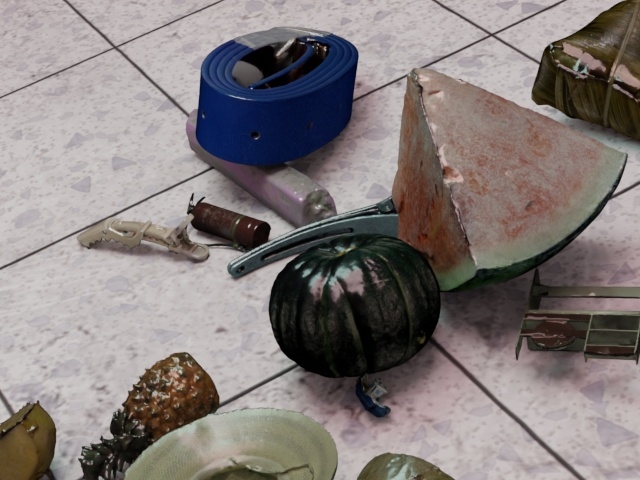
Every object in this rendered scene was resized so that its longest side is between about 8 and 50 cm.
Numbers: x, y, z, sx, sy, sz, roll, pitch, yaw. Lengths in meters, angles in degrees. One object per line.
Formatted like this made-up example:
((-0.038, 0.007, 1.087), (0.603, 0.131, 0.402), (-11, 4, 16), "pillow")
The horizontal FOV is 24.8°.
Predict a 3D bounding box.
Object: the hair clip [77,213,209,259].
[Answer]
((-0.270, -0.014, 2.139), (0.226, 0.072, 0.034), (6, 38, 26), "hair clip")

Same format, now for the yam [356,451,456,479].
((0.069, 0.358, 1.467), (0.161, 0.161, 0.268), (3, 39, 22), "yam")

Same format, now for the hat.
((-0.095, 0.302, 1.633), (0.252, 0.110, 0.252), (-9, 28, 5), "hat")

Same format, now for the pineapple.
((-0.217, 0.226, 1.784), (0.197, 0.108, 0.108), (-39, 43, -22), "pineapple")

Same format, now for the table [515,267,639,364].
((0.327, 0.104, 1.795), (0.146, 0.062, 0.175), (0, 37, 19), "table")

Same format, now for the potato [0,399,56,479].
((-0.383, 0.277, 1.805), (0.172, 0.089, 0.100), (-39, 9, 18), "potato")

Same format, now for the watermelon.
((0.233, -0.079, 1.915), (0.250, 0.293, 0.283), (0, -3, -28), "watermelon")

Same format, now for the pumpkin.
((0.043, 0.081, 1.826), (0.220, 0.162, 0.220), (-7, 14, 2), "pumpkin")

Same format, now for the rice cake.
((-0.099, -0.106, 2.210), (0.056, 0.073, 0.365), (-29, 41, -23), "rice cake")

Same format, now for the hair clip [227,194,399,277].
((0.000, 0.000, 2.066), (0.275, 0.048, 0.083), (-17, 38, 4), "hair clip")

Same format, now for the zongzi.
((0.502, -0.241, 2.158), (0.288, 0.134, 0.286), (31, 49, 27), "zongzi")

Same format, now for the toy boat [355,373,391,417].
((0.065, 0.187, 1.790), (0.038, 0.038, 0.083), (-20, 30, -9), "toy boat")

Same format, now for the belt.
((-0.069, -0.227, 2.246), (0.212, 0.117, 0.347), (15, 29, 18), "belt")

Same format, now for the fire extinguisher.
((-0.148, -0.020, 2.133), (0.157, 0.045, 0.078), (18, 69, 34), "fire extinguisher")
